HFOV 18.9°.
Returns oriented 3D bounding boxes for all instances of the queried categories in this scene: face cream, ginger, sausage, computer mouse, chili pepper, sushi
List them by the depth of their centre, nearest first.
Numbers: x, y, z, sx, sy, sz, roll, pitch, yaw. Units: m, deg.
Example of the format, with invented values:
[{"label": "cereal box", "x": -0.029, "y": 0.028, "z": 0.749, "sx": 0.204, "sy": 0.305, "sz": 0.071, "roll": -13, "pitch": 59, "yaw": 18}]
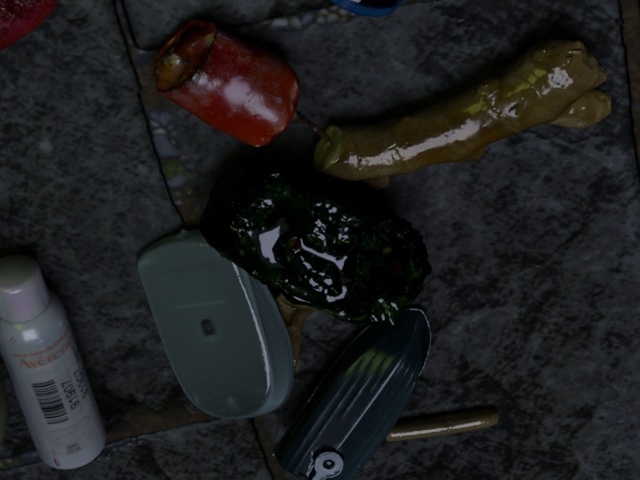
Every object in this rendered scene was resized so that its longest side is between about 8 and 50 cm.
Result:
[{"label": "chili pepper", "x": -0.061, "y": -0.136, "z": 1.818, "sx": 0.192, "sy": 0.084, "sz": 0.086, "roll": 29, "pitch": 154, "yaw": -27}, {"label": "ginger", "x": 0.135, "y": -0.119, "z": 1.874, "sx": 0.299, "sy": 0.065, "sz": 0.118, "roll": -17, "pitch": 134, "yaw": 9}, {"label": "sushi", "x": 0.000, "y": 0.000, "z": 1.899, "sx": 0.225, "sy": 0.127, "sz": 0.124, "roll": 24, "pitch": 97, "yaw": -29}, {"label": "computer mouse", "x": -0.104, "y": 0.086, "z": 2.007, "sx": 0.128, "sy": 0.079, "sz": 0.231, "roll": -6, "pitch": 115, "yaw": 20}, {"label": "face cream", "x": -0.290, "y": 0.126, "z": 2.012, "sx": 0.082, "sy": 0.082, "sz": 0.269, "roll": -11, "pitch": 133, "yaw": 1}, {"label": "ginger", "x": -0.035, "y": 0.083, "z": 2.042, "sx": 0.057, "sy": 0.044, "sz": 0.137, "roll": -7, "pitch": 136, "yaw": -27}, {"label": "sausage", "x": 0.139, "y": 0.210, "z": 2.194, "sx": 0.132, "sy": 0.024, "sz": 0.024, "roll": -8, "pitch": 132, "yaw": 0}]

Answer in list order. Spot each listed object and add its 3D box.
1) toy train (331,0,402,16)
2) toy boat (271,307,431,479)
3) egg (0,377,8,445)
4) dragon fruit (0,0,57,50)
[{"label": "toy train", "x": -0.013, "y": -0.339, "z": 1.522, "sx": 0.300, "sy": 0.265, "sz": 0.188, "roll": 16, "pitch": 137, "yaw": -24}, {"label": "toy boat", "x": 0.043, "y": 0.171, "z": 2.111, "sx": 0.093, "sy": 0.103, "sz": 0.246, "roll": 29, "pitch": 108, "yaw": -14}, {"label": "egg", "x": -0.452, "y": 0.179, "z": 1.943, "sx": 0.269, "sy": 0.219, "sz": 0.219, "roll": 3, "pitch": 131, "yaw": -16}, {"label": "dragon fruit", "x": -0.366, "y": -0.315, "z": 1.509, "sx": 0.386, "sy": 0.249, "sz": 0.371, "roll": 11, "pitch": 144, "yaw": -13}]
